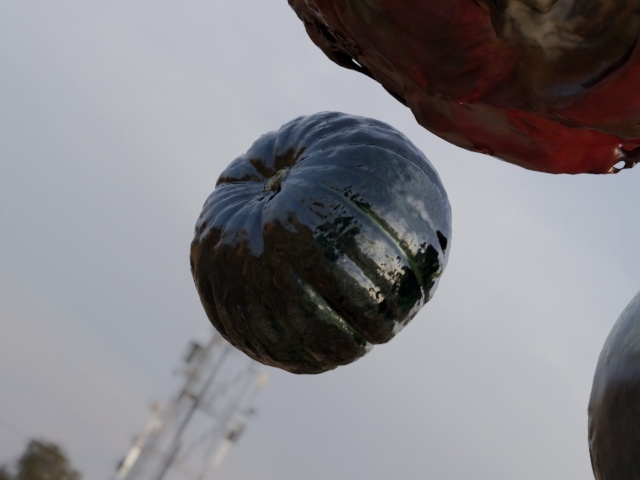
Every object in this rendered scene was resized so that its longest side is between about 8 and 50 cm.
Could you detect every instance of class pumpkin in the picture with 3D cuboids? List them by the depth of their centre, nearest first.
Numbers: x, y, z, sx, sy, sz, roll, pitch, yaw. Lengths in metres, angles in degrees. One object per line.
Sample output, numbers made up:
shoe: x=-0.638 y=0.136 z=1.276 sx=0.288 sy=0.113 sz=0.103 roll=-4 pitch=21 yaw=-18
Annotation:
pumpkin: x=0.000 y=0.000 z=1.506 sx=0.220 sy=0.220 sz=0.162 roll=14 pitch=-34 yaw=50

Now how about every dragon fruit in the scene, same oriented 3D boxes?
dragon fruit: x=0.118 y=-0.183 z=0.857 sx=0.329 sy=0.329 sz=0.329 roll=28 pitch=-13 yaw=7

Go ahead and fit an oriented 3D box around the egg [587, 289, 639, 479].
egg: x=0.399 y=0.165 z=1.529 sx=0.345 sy=0.345 sz=0.428 roll=35 pitch=7 yaw=-20
